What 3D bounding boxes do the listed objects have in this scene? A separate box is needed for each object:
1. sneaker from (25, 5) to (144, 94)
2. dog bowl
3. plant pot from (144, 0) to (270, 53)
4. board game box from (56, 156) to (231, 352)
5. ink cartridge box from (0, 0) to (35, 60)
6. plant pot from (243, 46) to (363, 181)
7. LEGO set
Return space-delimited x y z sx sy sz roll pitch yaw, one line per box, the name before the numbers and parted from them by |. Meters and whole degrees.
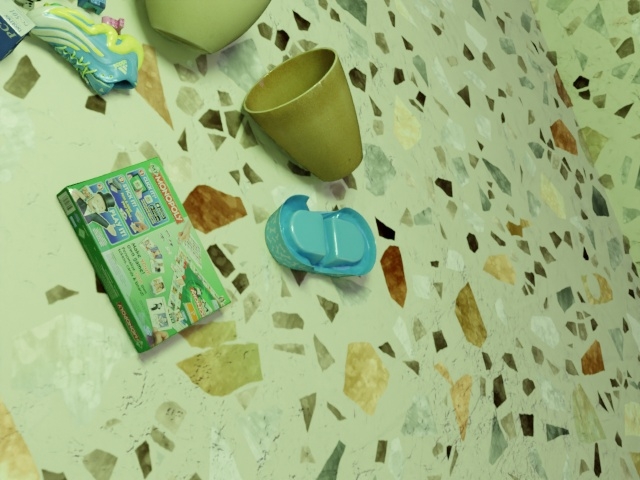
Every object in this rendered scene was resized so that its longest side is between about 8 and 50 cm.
sneaker | -0.432 -0.348 1.419 0.240 0.091 0.126 8 68 -44
dog bowl | 0.000 0.000 1.713 0.297 0.074 0.165 13 64 -41
plant pot | -0.251 -0.500 1.573 0.284 0.284 0.190 20 93 -39
board game box | -0.317 0.020 1.402 0.213 0.046 0.317 -29 93 -49
ink cartridge box | -0.590 -0.411 1.282 0.207 0.097 0.046 47 45 -19
plant pot | -0.012 -0.265 1.736 0.254 0.237 0.237 58 40 -32
LEGO set | -0.465 -0.465 1.436 0.227 0.093 0.087 16 62 -40
